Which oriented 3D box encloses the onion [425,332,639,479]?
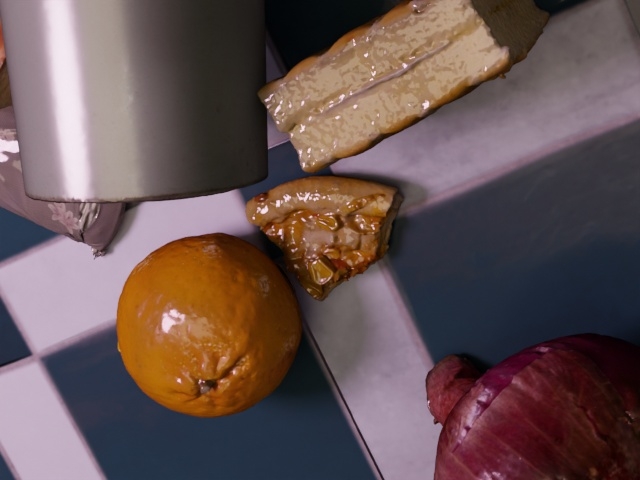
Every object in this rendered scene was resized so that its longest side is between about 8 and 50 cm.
[{"bbox_3d":[0.241,0.235,1.420,0.385,0.348,0.347,37,125,48],"label":"onion"}]

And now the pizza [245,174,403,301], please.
[{"bbox_3d":[0.000,0.000,1.527,0.182,0.062,0.161,8,117,15],"label":"pizza"}]

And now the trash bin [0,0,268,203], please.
[{"bbox_3d":[-0.184,-0.266,1.294,0.280,0.280,0.432,0,101,20],"label":"trash bin"}]

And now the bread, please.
[{"bbox_3d":[0.095,-0.180,1.328,0.239,0.246,0.111,-27,96,23],"label":"bread"}]

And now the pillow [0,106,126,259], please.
[{"bbox_3d":[-0.354,-0.083,1.625,0.255,0.059,0.169,23,118,10],"label":"pillow"}]

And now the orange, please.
[{"bbox_3d":[-0.131,0.100,1.543,0.219,0.193,0.219,1,104,2],"label":"orange"}]

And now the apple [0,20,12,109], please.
[{"bbox_3d":[-0.415,-0.293,1.495,0.309,0.314,0.252,33,158,6],"label":"apple"}]
